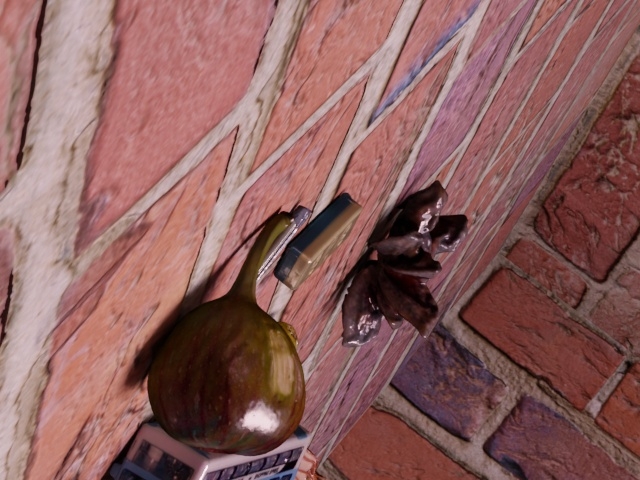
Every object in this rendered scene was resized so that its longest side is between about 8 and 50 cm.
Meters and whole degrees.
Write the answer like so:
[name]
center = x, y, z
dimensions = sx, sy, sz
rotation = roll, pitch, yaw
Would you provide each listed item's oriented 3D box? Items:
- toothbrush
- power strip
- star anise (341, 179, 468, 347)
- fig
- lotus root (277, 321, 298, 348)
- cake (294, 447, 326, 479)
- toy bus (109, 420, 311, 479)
[toothbrush]
center = -0.081, 0.054, 1.726
dimensions = 0.219, 0.016, 0.019
rotation = -53, 173, -1
[power strip]
center = 0.000, 0.000, 1.881
dimensions = 0.123, 0.032, 0.056
rotation = -45, 170, -43
[star anise]
center = 0.108, 0.043, 2.362
dimensions = 0.283, 0.129, 0.212
rotation = -52, -171, 25
[fig]
center = -0.070, 0.078, 1.616
dimensions = 0.149, 0.149, 0.245
rotation = 92, 11, -75
[lotus root]
center = -0.064, 0.138, 2.036
dimensions = 0.099, 0.049, 0.054
rotation = -55, 179, 12
[cake]
center = -0.090, 0.283, 2.405
dimensions = 0.098, 0.135, 0.287
rotation = -47, 151, -7
[toy bus]
center = -0.120, 0.260, 1.902
dimensions = 0.131, 0.106, 0.297
rotation = -66, 160, 9
